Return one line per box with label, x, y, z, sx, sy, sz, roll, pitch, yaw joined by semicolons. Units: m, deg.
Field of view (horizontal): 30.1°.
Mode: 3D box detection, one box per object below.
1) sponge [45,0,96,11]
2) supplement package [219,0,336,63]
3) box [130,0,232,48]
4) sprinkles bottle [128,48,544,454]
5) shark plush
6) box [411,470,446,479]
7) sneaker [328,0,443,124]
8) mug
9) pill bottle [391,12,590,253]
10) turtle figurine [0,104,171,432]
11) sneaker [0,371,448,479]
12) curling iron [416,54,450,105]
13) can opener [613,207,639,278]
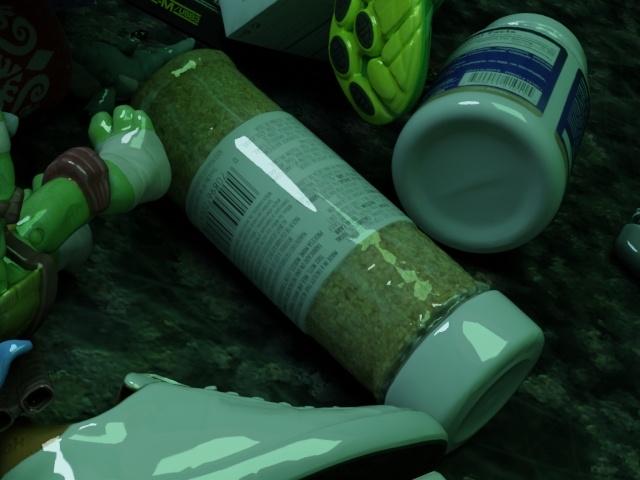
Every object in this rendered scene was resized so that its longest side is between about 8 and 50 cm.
sponge;-0.280;-0.277;1.108;0.117;0.031;0.210;-13;48;-6
supplement package;-0.003;-0.250;1.172;0.179;0.105;0.105;5;66;-45
box;-0.139;-0.289;1.242;0.184;0.045;0.191;31;36;3
sprinkles bottle;0.000;0.000;0.895;0.355;0.121;0.121;43;39;22
shark plush;-0.165;-0.152;1.033;0.161;0.067;0.073;-9;48;-39
box;-0.020;0.221;0.627;0.275;0.094;0.113;-8;48;-39
sneaker;0.081;-0.238;1.091;0.123;0.109;0.296;23;58;-36
mug;-0.295;-0.112;0.896;0.169;0.150;0.113;-44;110;-49
pill bottle;0.172;-0.113;1.119;0.153;0.153;0.265;29;35;4
turtle figurine;-0.231;-0.030;0.717;0.274;0.198;0.266;23;22;15
sneaker;-0.054;0.120;0.722;0.290;0.106;0.123;-4;48;-34
curling iron;0.179;-0.189;1.323;0.274;0.035;0.068;-21;60;-45
can opener;0.415;0.060;1.144;0.283;0.076;0.095;33;68;9
